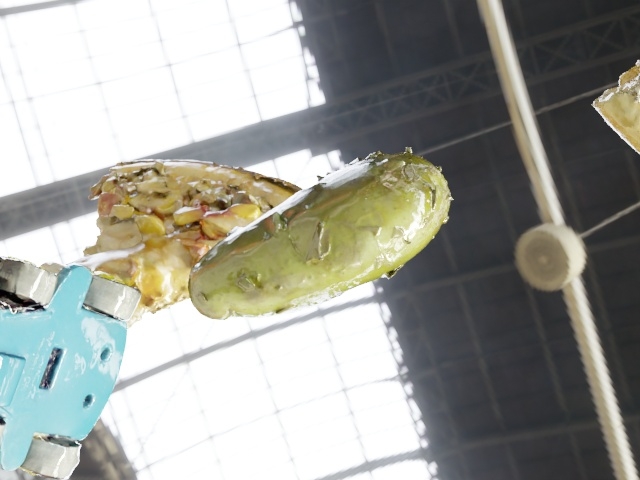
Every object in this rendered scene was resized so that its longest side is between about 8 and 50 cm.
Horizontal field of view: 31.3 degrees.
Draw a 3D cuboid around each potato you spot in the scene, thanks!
[{"bbox_3d":[0.000,0.000,0.905,0.090,0.226,0.117,65,-6,-16],"label":"potato"}]

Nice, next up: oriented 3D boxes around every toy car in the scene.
[{"bbox_3d":[-0.189,0.064,0.657,0.098,0.161,0.126,15,-95,27],"label":"toy car"}]

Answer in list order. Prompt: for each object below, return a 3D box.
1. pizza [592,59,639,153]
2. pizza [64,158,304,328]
[{"bbox_3d":[0.214,-0.077,0.558,0.041,0.178,0.130,174,-86,-73],"label":"pizza"},{"bbox_3d":[-0.172,-0.014,1.120,0.251,0.288,0.074,33,-40,52],"label":"pizza"}]
